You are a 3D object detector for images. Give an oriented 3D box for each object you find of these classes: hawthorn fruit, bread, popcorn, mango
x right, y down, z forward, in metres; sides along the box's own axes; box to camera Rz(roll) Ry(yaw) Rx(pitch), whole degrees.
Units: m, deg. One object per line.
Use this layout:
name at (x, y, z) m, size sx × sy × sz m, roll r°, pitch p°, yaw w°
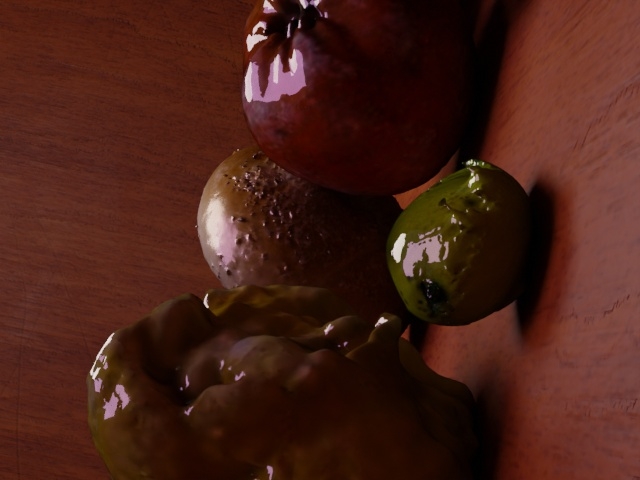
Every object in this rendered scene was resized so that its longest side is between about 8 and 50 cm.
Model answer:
hawthorn fruit at (0.036, -0.183, 1.470) m, size 0.284 × 0.284 × 0.284 m, roll -168°, pitch 90°, yaw -87°
bread at (0.000, 0.000, 1.590) m, size 0.159 × 0.305 × 0.305 m, roll -47°, pitch 16°, yaw 23°
popcorn at (-0.027, 0.176, 1.104) m, size 0.334 × 0.292 × 0.294 m, roll 89°, pitch -173°, yaw -80°
mango at (0.110, -0.001, 1.034) m, size 0.119 × 0.100 × 0.178 m, roll -37°, pitch 11°, yaw 23°
